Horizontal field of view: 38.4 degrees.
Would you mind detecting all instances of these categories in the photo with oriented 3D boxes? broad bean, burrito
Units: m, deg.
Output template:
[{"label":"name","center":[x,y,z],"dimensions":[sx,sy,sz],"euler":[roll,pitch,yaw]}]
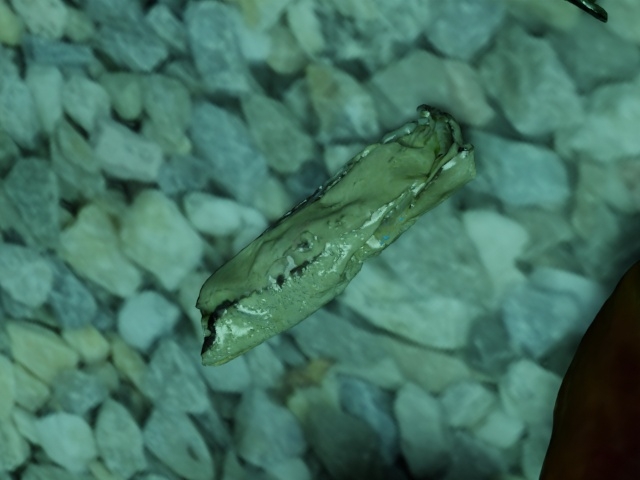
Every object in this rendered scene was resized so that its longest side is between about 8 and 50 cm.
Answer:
[{"label":"broad bean","center":[0.209,0.088,0.485],"dimensions":[0.156,0.122,0.228],"euler":[35,102,37]},{"label":"burrito","center":[0.002,0.002,0.576],"dimensions":[0.229,0.058,0.063],"euler":[-40,89,21]}]

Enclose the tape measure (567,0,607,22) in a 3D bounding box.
[{"label":"tape measure","center":[0.134,-0.232,0.481],"dimensions":[0.154,0.087,0.177],"euler":[34,104,12]}]
